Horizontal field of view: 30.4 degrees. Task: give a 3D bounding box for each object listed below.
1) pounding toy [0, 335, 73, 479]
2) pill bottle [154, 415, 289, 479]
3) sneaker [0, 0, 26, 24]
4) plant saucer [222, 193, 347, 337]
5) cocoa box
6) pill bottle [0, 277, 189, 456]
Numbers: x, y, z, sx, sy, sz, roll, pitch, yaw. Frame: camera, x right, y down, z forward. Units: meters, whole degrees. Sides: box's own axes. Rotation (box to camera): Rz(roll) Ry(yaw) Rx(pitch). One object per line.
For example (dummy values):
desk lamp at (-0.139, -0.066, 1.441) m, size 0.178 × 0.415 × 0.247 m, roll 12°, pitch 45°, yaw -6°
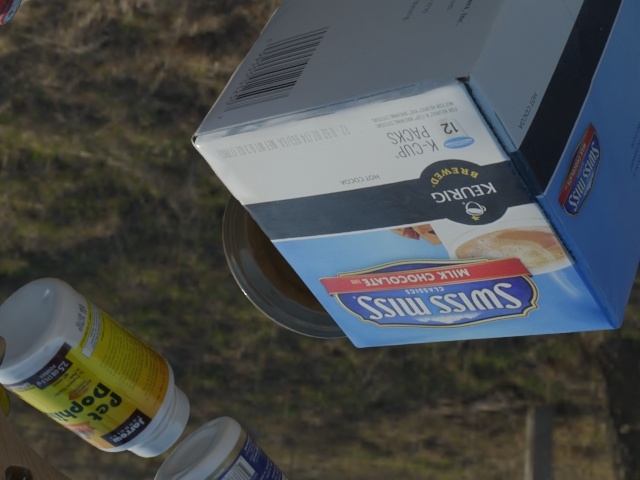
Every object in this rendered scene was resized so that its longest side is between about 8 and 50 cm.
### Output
pounding toy at (-0.208, 0.117, 0.668) m, size 0.154 × 0.154 × 0.269 m, roll 12°, pitch -159°, yaw -16°
pill bottle at (-0.061, 0.247, 1.047) m, size 0.169 × 0.094 × 0.094 m, roll 51°, pitch 145°, yaw -14°
sneaker at (-0.147, -0.169, 0.639) m, size 0.270 × 0.145 × 0.090 m, roll -20°, pitch 120°, yaw 7°
plant saucer at (0.000, 0.000, 1.637) m, size 0.278 × 0.277 × 0.041 m, roll 12°, pitch 151°, yaw -19°
cocoa box at (0.117, -0.124, 0.872) m, size 0.231 × 0.347 × 0.228 m, roll -8°, pitch 132°, yaw 38°
pill bottle at (-0.231, 0.138, 1.197) m, size 0.117 × 0.117 × 0.215 m, roll -9°, pitch 142°, yaw 36°
